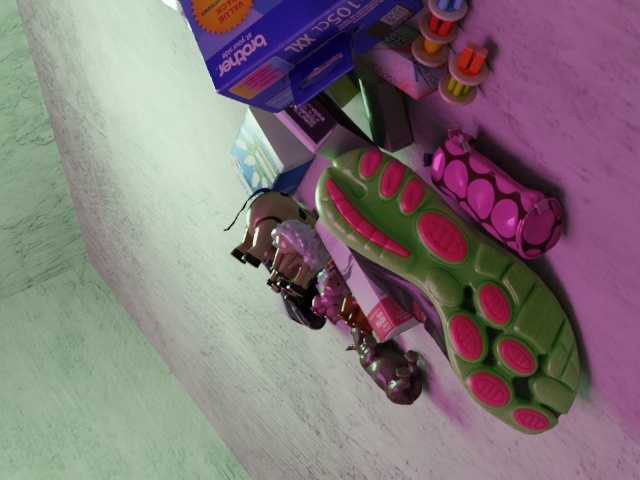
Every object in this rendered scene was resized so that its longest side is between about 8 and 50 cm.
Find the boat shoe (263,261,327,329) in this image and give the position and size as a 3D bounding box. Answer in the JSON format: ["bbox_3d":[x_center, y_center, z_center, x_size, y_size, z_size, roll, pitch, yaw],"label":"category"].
[{"bbox_3d":[-0.053,0.061,2.497,0.105,0.113,0.306,36,149,41],"label":"boat shoe"}]

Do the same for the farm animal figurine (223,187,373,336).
[{"bbox_3d":[-0.014,0.014,2.197,0.326,0.172,0.330,36,171,-36],"label":"farm animal figurine"}]

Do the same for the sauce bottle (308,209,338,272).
[{"bbox_3d":[0.000,0.000,2.393,0.128,0.042,0.042,57,159,16],"label":"sauce bottle"}]

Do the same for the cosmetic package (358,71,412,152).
[{"bbox_3d":[0.099,-0.196,1.920,0.060,0.041,0.115,36,145,54],"label":"cosmetic package"}]

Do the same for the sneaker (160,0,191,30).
[{"bbox_3d":[-0.212,-0.520,2.234,0.323,0.130,0.236,-125,35,-53],"label":"sneaker"}]

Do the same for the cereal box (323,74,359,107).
[{"bbox_3d":[-0.050,-0.300,2.088,0.173,0.047,0.240,51,166,-23],"label":"cereal box"}]

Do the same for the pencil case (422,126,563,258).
[{"bbox_3d":[0.232,-0.065,1.684,0.209,0.095,0.098,42,135,42],"label":"pencil case"}]

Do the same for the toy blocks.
[{"bbox_3d":[0.176,-0.260,1.636,0.123,0.054,0.148,58,158,19],"label":"toy blocks"}]

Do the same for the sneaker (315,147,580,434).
[{"bbox_3d":[0.192,0.061,1.806,0.483,0.185,0.202,51,-177,6],"label":"sneaker"}]

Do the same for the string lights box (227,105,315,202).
[{"bbox_3d":[-0.094,-0.159,2.387,0.133,0.076,0.260,59,159,10],"label":"string lights box"}]

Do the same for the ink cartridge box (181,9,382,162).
[{"bbox_3d":[-0.041,-0.226,1.925,0.303,0.072,0.307,46,-170,17],"label":"ink cartridge box"}]

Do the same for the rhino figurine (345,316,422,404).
[{"bbox_3d":[0.108,0.212,2.333,0.243,0.073,0.106,45,149,46],"label":"rhino figurine"}]

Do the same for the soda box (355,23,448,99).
[{"bbox_3d":[0.106,-0.267,1.797,0.183,0.058,0.063,41,149,47],"label":"soda box"}]

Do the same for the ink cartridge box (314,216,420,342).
[{"bbox_3d":[0.114,0.021,1.967,0.218,0.158,0.092,59,161,13],"label":"ink cartridge box"}]

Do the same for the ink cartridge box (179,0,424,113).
[{"bbox_3d":[-0.047,-0.356,1.677,0.151,0.270,0.396,9,-128,-58],"label":"ink cartridge box"}]

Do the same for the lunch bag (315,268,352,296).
[{"bbox_3d":[0.028,0.093,2.421,0.071,0.053,0.083,59,169,20],"label":"lunch bag"}]
